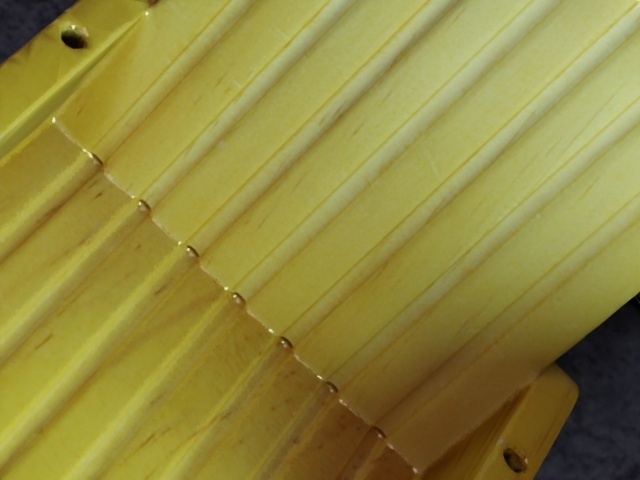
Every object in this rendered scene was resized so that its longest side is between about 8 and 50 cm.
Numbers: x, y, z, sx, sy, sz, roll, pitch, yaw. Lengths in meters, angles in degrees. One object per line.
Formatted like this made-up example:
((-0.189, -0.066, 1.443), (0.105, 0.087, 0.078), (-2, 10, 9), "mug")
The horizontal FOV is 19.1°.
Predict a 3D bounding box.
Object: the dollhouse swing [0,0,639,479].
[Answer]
((0.000, 0.000, 0.944), (0.347, 0.305, 0.315), (45, 41, -5), "dollhouse swing")

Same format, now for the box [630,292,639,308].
((0.163, -0.107, 1.107), (0.242, 0.307, 0.076), (37, 65, 9), "box")
